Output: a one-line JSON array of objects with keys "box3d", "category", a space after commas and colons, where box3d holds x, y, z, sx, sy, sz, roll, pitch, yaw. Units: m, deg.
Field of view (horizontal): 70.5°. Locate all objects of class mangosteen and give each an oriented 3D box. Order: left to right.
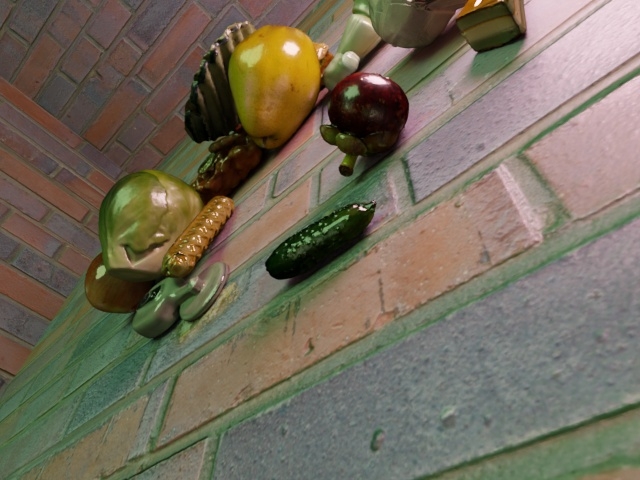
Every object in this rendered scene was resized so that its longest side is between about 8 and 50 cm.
[{"box3d": [0.086, -0.215, 0.841, 0.145, 0.182, 0.155, -16, 25, -37], "category": "mangosteen"}]

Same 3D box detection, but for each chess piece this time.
[{"box3d": [0.102, -0.554, 1.260, 0.298, 0.175, 0.176, -58, 24, 12], "category": "chess piece"}]

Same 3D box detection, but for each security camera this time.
[{"box3d": [-0.337, 0.132, 1.077, 0.301, 0.080, 0.157, -27, 33, 33], "category": "security camera"}]

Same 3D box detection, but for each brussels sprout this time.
[{"box3d": [-0.487, -0.041, 1.292, 0.289, 0.281, 0.355, -22, 47, 32], "category": "brussels sprout"}]

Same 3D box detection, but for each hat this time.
[{"box3d": [0.241, -0.510, 0.971, 0.274, 0.161, 0.232, -8, 40, 21], "category": "hat"}]

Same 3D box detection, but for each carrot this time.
[{"box3d": [-0.302, -0.307, 1.421, 0.165, 0.035, 0.036, -13, 43, 45], "category": "carrot"}]

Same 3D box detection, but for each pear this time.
[{"box3d": [-0.124, -0.445, 1.318, 0.284, 0.337, 0.285, -11, 13, 3], "category": "pear"}]

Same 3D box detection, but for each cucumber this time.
[{"box3d": [0.000, 0.000, 0.738, 0.227, 0.069, 0.069, -32, 30, 24], "category": "cucumber"}]

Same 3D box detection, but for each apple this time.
[{"box3d": [-0.605, 0.126, 1.371, 0.164, 0.209, 0.210, -49, 24, 24], "category": "apple"}]

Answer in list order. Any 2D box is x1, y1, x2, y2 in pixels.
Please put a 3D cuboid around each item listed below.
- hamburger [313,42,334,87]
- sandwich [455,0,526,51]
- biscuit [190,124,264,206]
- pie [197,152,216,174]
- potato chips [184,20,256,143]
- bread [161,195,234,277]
[{"box3d": [-0.064, -0.542, 1.503, 0.262, 0.124, 0.131, -14, 43, 51], "category": "hamburger"}, {"box3d": [0.327, -0.415, 0.771, 0.163, 0.079, 0.113, -52, 28, -10], "category": "sandwich"}, {"box3d": [-0.311, -0.256, 1.521, 0.312, 0.110, 0.318, -42, 27, 16], "category": "biscuit"}, {"box3d": [-0.361, -0.245, 1.441, 0.084, 0.020, 0.085, -35, 32, 26], "category": "pie"}, {"box3d": [-0.300, -0.481, 1.450, 0.358, 0.070, 0.429, -47, -12, -15], "category": "potato chips"}, {"box3d": [-0.312, -0.021, 1.183, 0.084, 0.077, 0.368, -42, 17, 28], "category": "bread"}]
